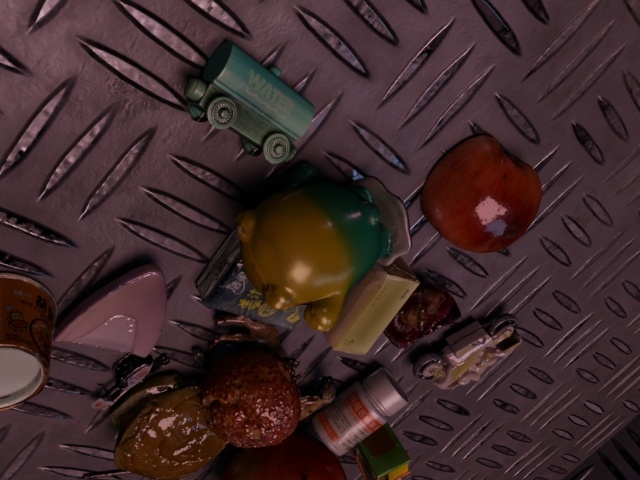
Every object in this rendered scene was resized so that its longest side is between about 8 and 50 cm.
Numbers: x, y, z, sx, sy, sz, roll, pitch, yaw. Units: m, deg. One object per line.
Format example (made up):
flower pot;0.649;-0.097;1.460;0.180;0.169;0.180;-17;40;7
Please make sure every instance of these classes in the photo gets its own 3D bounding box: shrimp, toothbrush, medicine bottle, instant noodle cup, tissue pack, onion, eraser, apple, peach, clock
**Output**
shrimp;-0.059;0.387;1.652;0.233;0.071;0.364;-8;141;-20
toothbrush;-0.245;0.348;1.579;0.031;0.030;0.297;-35;135;-10
medicine bottle;0.111;0.472;1.794;0.252;0.144;0.144;-38;134;2
instant noodle cup;-0.588;0.192;1.171;0.216;0.172;0.215;-14;132;-16
tissue pack;-0.114;0.086;1.402;0.257;0.081;0.185;23;111;-39
onion;0.251;0.184;1.651;0.195;0.139;0.218;-37;169;12
eraser;-0.393;0.135;1.307;0.204;0.059;0.243;22;117;-38
apple;0.397;-0.084;1.483;0.293;0.163;0.251;12;120;-36
peach;-0.089;0.716;1.725;0.389;0.388;0.388;-15;131;-17
clock;0.173;0.650;1.915;0.106;0.219;0.255;-22;134;-13
tissue pack;0.099;0.125;1.493;0.125;0.159;0.234;16;117;-37

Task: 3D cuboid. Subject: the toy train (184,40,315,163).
toy train;-0.118;-0.239;1.140;0.248;0.101;0.159;31;91;-42

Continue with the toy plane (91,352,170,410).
toy plane;-0.434;0.312;1.436;0.197;0.053;0.078;-40;143;1

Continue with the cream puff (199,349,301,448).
cream puff;-0.165;0.366;1.454;0.164;0.240;0.240;-46;161;-60

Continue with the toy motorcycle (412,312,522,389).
toy motorcycle;0.434;0.340;1.882;0.341;0.107;0.222;-28;134;-3

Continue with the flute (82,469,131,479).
flute;-0.475;0.596;1.667;0.270;0.014;0.014;3;124;-30

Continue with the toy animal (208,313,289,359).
toy animal;-0.149;0.235;1.525;0.276;0.054;0.149;25;114;-40

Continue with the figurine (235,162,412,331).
figurine;0.000;0.000;1.251;0.340;0.323;0.231;-22;172;-40

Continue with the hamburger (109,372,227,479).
hamburger;-0.354;0.457;1.538;0.265;0.134;0.285;-45;135;13
